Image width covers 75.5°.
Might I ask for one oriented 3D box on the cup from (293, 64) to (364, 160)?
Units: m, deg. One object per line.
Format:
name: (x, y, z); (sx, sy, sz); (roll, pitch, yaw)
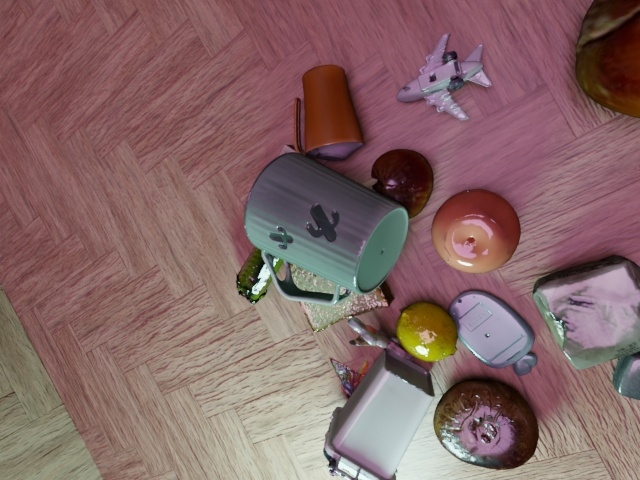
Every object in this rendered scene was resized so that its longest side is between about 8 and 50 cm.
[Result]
cup: (0.009, -0.372, 1.258); (0.226, 0.182, 0.264); (-9, 90, 32)

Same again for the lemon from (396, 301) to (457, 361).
lemon: (0.323, 0.277, 1.249); (0.206, 0.173, 0.173); (33, 111, 7)

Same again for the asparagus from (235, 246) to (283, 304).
asparagus: (-0.182, 0.053, 1.433); (0.128, 0.108, 0.382); (36, 114, 8)

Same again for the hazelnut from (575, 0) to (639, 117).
hazelnut: (0.740, -0.435, 0.874); (0.372, 0.315, 0.372); (6, 97, 52)

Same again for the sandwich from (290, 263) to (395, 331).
sandwich: (0.052, 0.138, 1.372); (0.301, 0.099, 0.271); (-27, 83, 25)

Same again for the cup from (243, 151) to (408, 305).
cup: (0.016, -0.016, 1.199); (0.392, 0.310, 0.401); (28, 142, 29)

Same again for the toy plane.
toy plane: (0.328, -0.444, 1.143); (0.255, 0.101, 0.251); (-13, 83, 24)

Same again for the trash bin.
trash bin: (0.190, 0.559, 1.298); (0.255, 0.296, 0.368); (30, 102, 7)

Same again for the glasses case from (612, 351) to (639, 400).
glasses case: (0.954, 0.388, 1.066); (0.323, 0.074, 0.131); (16, 105, 18)

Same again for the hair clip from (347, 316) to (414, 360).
hair clip: (0.182, 0.312, 1.289); (0.257, 0.146, 0.075); (22, 90, -25)

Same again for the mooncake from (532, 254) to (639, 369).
mooncake: (0.725, 0.183, 1.086); (0.254, 0.136, 0.250); (-26, 88, 29)

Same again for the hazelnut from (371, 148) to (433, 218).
hazelnut: (0.237, -0.161, 1.199); (0.178, 0.178, 0.204); (0, 106, 22)

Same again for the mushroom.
mushroom: (0.491, 0.561, 1.241); (0.297, 0.163, 0.278); (-7, 97, 22)

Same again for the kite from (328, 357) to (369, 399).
kite: (0.123, 0.494, 1.459); (0.241, 0.014, 0.183); (28, 108, 16)

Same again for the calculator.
calculator: (0.519, 0.279, 1.239); (0.299, 0.041, 0.185); (47, 113, 9)

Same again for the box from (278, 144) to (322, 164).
box: (-0.099, -0.201, 1.387); (0.141, 0.058, 0.201); (36, 110, 12)

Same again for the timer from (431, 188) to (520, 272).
timer: (0.422, -0.025, 1.129); (0.229, 0.215, 0.230); (8, 108, 25)
